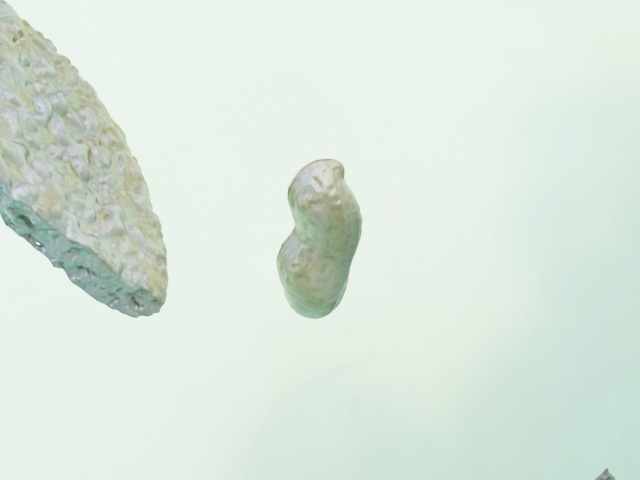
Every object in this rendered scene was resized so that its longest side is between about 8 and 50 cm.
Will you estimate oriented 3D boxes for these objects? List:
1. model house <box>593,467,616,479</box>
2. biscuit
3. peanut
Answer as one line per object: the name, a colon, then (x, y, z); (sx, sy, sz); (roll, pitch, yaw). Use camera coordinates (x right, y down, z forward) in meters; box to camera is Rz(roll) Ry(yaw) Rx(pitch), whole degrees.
model house: (0.241, 0.264, 0.882); (0.176, 0.248, 0.181); (-21, 42, -19)
biscuit: (-0.190, -0.059, 0.763); (0.040, 0.265, 0.188); (-29, 0, 21)
peanut: (0.000, 0.000, 0.479); (0.037, 0.083, 0.037); (5, 30, -3)
